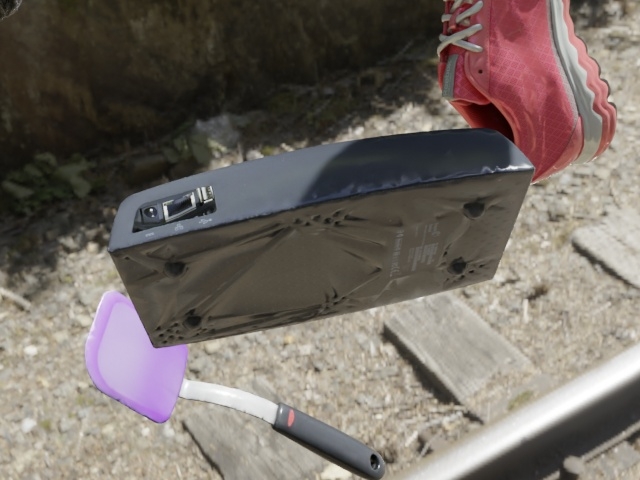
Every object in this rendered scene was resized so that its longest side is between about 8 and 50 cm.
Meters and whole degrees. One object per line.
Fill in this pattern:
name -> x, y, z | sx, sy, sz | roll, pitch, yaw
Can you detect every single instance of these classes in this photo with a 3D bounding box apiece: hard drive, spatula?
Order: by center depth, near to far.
hard drive -> 0.000, 0.000, 0.597 | 0.255, 0.172, 0.054 | -11, 63, -5
spatula -> -0.061, 0.139, 0.747 | 0.296, 0.030, 0.084 | 29, 48, -21

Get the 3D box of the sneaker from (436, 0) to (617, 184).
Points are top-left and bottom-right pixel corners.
sneaker -> 0.159, -0.189, 0.817 | 0.136, 0.313, 0.116 | -32, 15, -18

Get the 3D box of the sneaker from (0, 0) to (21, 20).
sneaker -> -0.214, -0.212, 0.516 | 0.087, 0.083, 0.221 | -16, 64, -35
